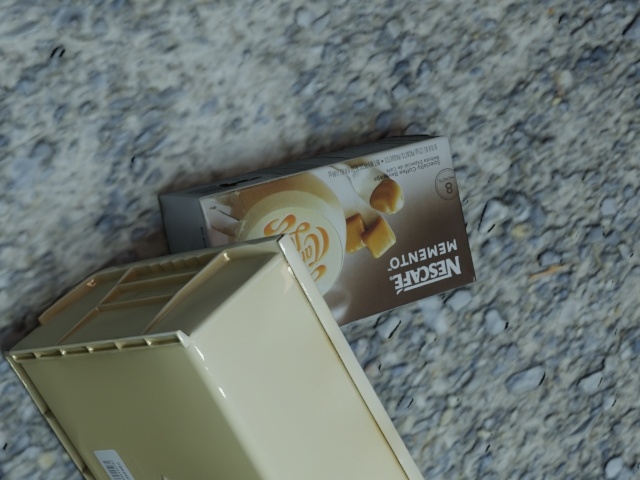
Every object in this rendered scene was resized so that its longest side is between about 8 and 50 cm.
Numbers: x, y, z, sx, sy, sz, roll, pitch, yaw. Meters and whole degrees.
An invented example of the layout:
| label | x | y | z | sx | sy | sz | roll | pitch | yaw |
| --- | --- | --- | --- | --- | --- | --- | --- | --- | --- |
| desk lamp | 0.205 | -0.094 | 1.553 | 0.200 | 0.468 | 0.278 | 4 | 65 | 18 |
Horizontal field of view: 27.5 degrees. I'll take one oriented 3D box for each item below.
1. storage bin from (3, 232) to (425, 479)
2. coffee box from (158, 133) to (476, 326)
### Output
| label | x | y | z | sx | sy | sz | roll | pitch | yaw |
| --- | --- | --- | --- | --- | --- | --- | --- | --- | --- |
| storage bin | -0.085 | 0.151 | 1.027 | 0.123 | 0.260 | 0.262 | -44 | 113 | -38 |
| coffee box | 0.000 | 0.000 | 1.149 | 0.246 | 0.098 | 0.141 | -15 | 100 | -27 |
